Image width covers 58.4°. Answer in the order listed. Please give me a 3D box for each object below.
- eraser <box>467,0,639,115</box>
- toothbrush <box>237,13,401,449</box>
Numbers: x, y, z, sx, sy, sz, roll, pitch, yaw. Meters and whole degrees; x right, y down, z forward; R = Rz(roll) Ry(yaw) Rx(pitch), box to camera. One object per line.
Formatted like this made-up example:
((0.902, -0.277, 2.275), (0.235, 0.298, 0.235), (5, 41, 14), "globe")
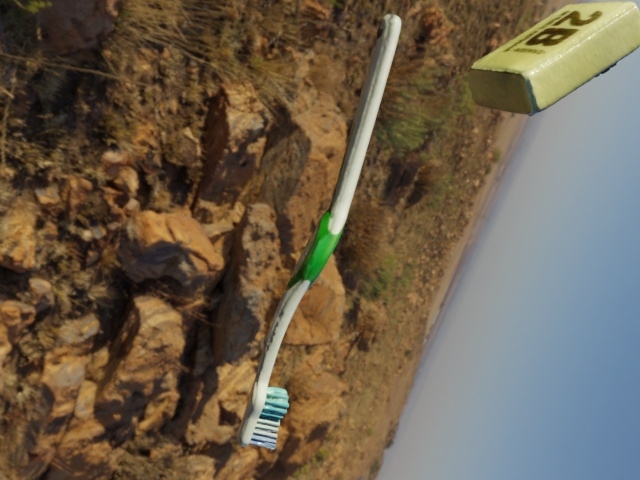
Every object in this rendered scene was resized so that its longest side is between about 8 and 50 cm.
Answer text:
((0.275, -0.219, 0.681), (0.172, 0.117, 0.058), (-33, 120, -9), "eraser")
((-0.002, -0.001, 0.379), (0.030, 0.030, 0.303), (-5, 113, -73), "toothbrush")
